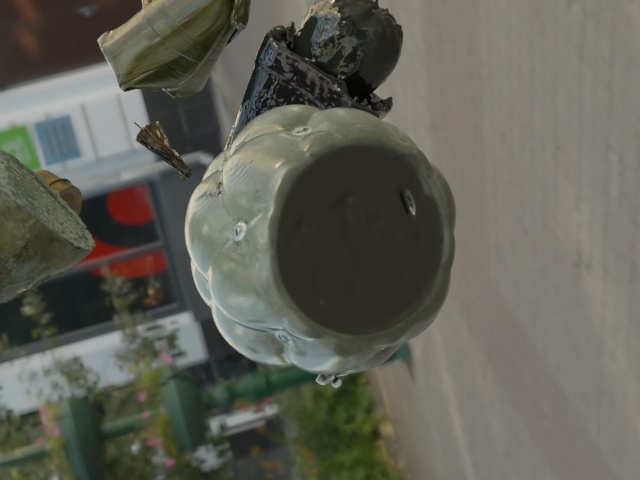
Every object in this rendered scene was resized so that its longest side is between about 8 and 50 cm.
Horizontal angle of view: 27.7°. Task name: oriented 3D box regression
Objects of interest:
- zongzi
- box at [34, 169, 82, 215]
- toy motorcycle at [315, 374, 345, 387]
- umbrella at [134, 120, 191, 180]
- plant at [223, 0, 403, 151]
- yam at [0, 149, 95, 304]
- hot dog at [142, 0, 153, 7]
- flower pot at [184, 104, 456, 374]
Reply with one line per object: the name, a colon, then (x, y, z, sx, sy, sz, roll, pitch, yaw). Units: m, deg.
zongzi: (-0.130, -0.248, 1.570, 0.204, 0.205, 0.094, 13, -133, -60)
box: (-0.272, -0.016, 1.236, 0.037, 0.105, 0.105, 30, 159, 11)
toy motorcycle: (-0.013, 0.111, 1.722, 0.150, 0.102, 0.221, 25, 160, 40)
umbrella: (-0.166, -0.097, 1.368, 0.083, 0.031, 0.020, 44, 157, 8)
plant: (-0.005, -0.175, 1.517, 0.164, 0.256, 0.142, 40, -161, 4)
yam: (-0.362, 0.034, 1.087, 0.133, 0.330, 0.133, 59, 171, 14)
hot dog: (-0.192, -0.300, 1.658, 0.083, 0.058, 0.035, 44, 178, 10)
flower pot: (0.000, 0.000, 1.149, 0.195, 0.246, 0.246, 179, 76, -70)
